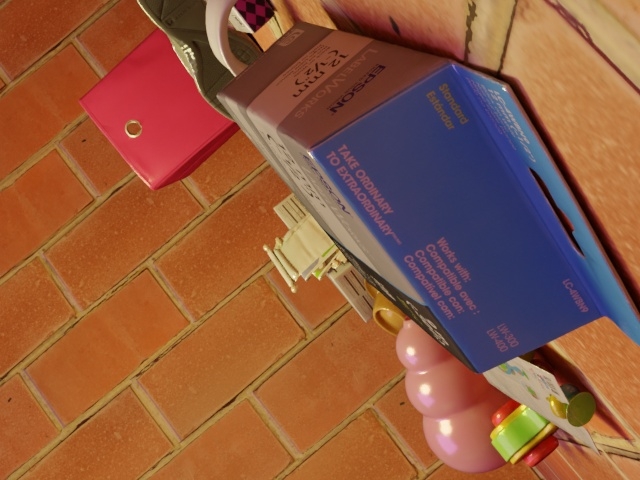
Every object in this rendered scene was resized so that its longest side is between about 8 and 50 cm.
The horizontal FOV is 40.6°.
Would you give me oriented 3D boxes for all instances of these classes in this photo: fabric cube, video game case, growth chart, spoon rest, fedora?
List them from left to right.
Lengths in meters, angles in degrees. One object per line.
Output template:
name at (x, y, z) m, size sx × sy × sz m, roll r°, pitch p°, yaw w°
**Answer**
fabric cube at (-0.315, -0.299, 1.900) m, size 0.254 × 0.258 × 0.259 m, roll 51°, pitch -164°, yaw -4°
video game case at (-0.158, -0.355, 1.032) m, size 0.232 × 0.042 × 0.210 m, roll 51°, pitch 178°, yaw -22°
spoon rest at (-0.053, -0.179, 0.969) m, size 0.137 × 0.084 × 0.276 m, roll 51°, pitch 172°, yaw 46°
growth chart at (0.000, 0.000, 1.774) m, size 0.021 × 0.237 × 0.172 m, roll 38°, pitch -162°, yaw -51°
fedora at (0.164, 0.143, 1.751) m, size 0.194 × 0.079 × 0.194 m, roll 22°, pitch 155°, yaw 11°

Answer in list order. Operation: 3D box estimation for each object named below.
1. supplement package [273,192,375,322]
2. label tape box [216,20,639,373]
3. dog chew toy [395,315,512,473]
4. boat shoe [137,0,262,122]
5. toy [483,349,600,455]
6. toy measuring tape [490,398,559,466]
supplement package at (0.053, 0.011, 1.893) m, size 0.262 × 0.145 × 0.204 m, roll 50°, pitch 178°, yaw 39°
label tape box at (0.072, -0.028, 0.683) m, size 0.249 × 0.115 × 0.347 m, roll 51°, pitch 177°, yaw -28°
dog chew toy at (0.259, 0.280, 1.662) m, size 0.332 × 0.206 × 0.206 m, roll 59°, pitch 177°, yaw -11°
boat shoe at (-0.179, -0.318, 1.353) m, size 0.320 × 0.118 × 0.103 m, roll 48°, pitch -167°, yaw -37°
toy at (0.263, 0.164, 1.092) m, size 0.137 × 0.056 × 0.237 m, roll 55°, pitch 172°, yaw -24°
toy measuring tape at (0.340, 0.315, 1.450) m, size 0.121 × 0.121 × 0.330 m, roll 50°, pitch 178°, yaw 23°
